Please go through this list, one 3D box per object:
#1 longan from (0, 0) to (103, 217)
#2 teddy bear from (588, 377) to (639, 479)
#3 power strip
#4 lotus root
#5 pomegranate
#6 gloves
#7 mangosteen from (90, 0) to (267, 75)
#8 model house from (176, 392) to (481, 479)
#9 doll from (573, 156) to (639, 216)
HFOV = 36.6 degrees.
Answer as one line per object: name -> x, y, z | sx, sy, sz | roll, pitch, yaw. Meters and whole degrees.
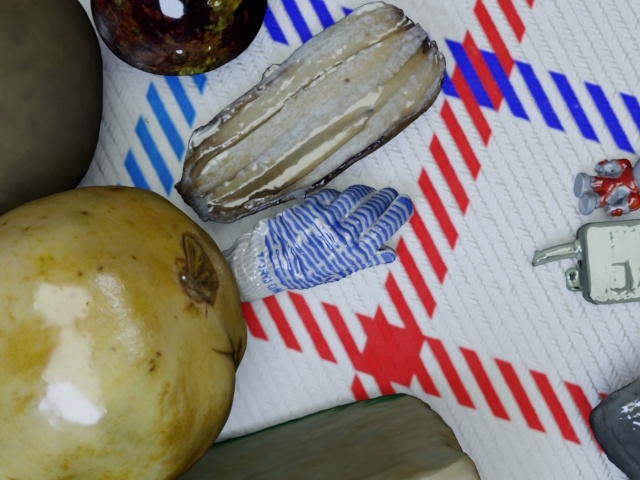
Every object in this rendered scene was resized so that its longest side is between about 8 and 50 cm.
longan -> -0.367, -0.156, 1.009 | 0.297, 0.297, 0.297 | 0, 89, 3
teddy bear -> 0.385, 0.252, 1.023 | 0.144, 0.171, 0.251 | -19, 81, -17
power strip -> 0.381, 0.019, 1.073 | 0.288, 0.053, 0.093 | -5, 89, 2
lotus root -> -0.009, -0.123, 1.089 | 0.329, 0.078, 0.167 | -33, 64, 4
pomegranate -> -0.235, 0.105, 0.976 | 0.332, 0.332, 0.332 | 0, 89, 3
gloves -> -0.002, 0.004, 1.080 | 0.229, 0.097, 0.119 | -28, 118, -3
mangosteen -> -0.157, -0.287, 1.041 | 0.192, 0.192, 0.217 | -13, 81, 3
model house -> 0.003, 0.387, 0.974 | 0.382, 0.334, 0.342 | -18, 98, -2
doll -> 0.371, -0.071, 1.068 | 0.180, 0.079, 0.094 | -14, 64, 16
